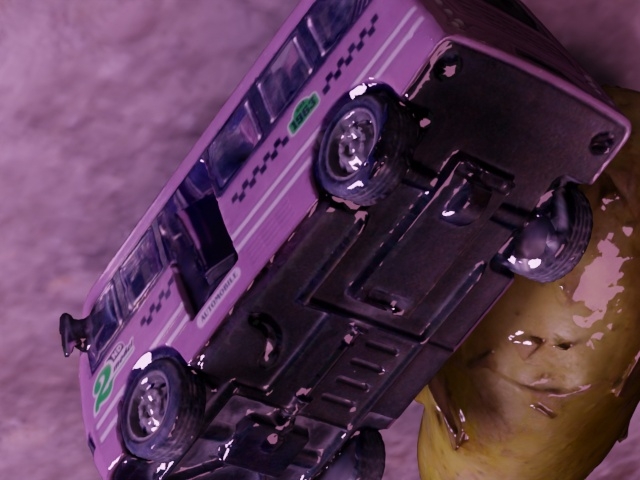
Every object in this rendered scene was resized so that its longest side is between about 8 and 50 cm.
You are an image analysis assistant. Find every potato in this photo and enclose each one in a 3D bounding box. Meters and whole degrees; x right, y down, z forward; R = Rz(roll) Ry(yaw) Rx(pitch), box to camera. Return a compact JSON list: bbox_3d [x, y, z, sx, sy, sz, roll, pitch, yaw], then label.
[{"bbox_3d":[0.084,0.036,0.695,0.117,0.090,0.225,-48,160,-40],"label":"potato"}]

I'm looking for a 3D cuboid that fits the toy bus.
[{"bbox_3d":[0.000,0.000,0.610,0.096,0.108,0.199,21,118,-36],"label":"toy bus"}]
